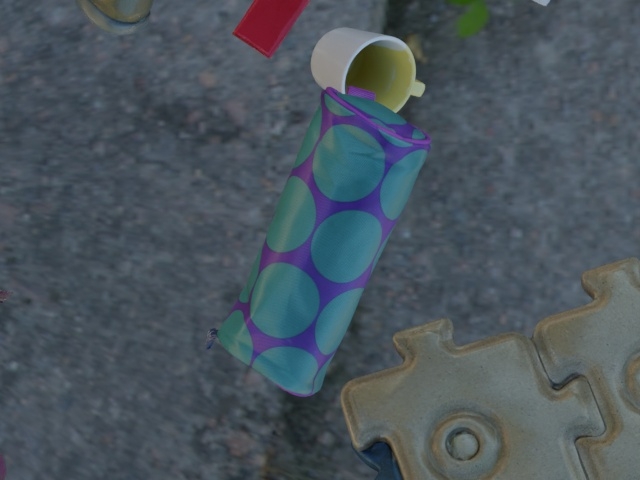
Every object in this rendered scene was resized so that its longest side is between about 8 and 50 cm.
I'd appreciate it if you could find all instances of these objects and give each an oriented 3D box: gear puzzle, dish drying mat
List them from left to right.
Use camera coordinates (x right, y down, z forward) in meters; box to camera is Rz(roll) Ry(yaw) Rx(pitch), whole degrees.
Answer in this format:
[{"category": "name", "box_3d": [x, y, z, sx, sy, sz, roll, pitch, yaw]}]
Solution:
[{"category": "dish drying mat", "box_3d": [-0.022, -0.160, 1.065, 0.032, 0.008, 0.083, 35, 95, 13]}, {"category": "gear puzzle", "box_3d": [0.185, 0.078, 0.628, 0.338, 0.044, 0.175, -17, 63, -4]}]

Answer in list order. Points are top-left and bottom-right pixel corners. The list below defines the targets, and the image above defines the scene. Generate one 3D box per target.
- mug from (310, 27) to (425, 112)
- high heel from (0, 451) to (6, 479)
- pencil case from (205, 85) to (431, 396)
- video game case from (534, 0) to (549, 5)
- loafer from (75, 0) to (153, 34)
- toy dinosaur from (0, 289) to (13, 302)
[{"category": "mug", "box_3d": [0.029, -0.119, 1.177, 0.062, 0.064, 0.078, -45, 128, -9]}, {"category": "high heel", "box_3d": [-0.353, 0.093, 1.347, 0.181, 0.127, 0.377, -49, 141, -58]}, {"category": "pencil case", "box_3d": [0.000, 0.000, 0.836, 0.064, 0.070, 0.152, 21, 104, -15]}, {"category": "video game case", "box_3d": [0.122, -0.348, 1.580, 0.244, 0.269, 0.061, 25, 119, -8]}, {"category": "loafer", "box_3d": [-0.236, -0.321, 1.605, 0.251, 0.087, 0.094, 51, 45, 7]}, {"category": "toy dinosaur", "box_3d": [-0.145, -0.024, 0.609, 0.047, 0.082, 0.090, -17, 105, 3]}]
